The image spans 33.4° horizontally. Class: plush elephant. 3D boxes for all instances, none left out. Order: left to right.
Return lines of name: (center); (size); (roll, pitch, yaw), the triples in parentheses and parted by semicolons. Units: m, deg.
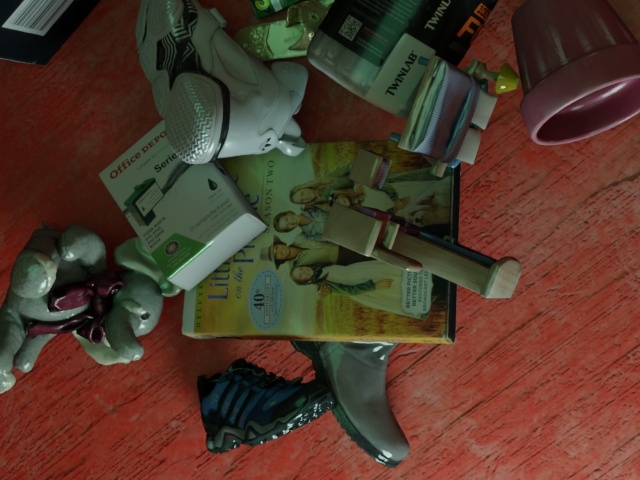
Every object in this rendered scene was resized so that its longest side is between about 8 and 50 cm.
plush elephant: (-0.364, 0.102, 1.695); (0.255, 0.330, 0.272); (23, 115, -12)

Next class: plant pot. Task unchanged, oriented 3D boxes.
plant pot: (0.362, -0.259, 1.514); (0.201, 0.201, 0.180); (-23, 74, 14)

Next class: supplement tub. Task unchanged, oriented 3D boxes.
supplement tub: (0.145, -0.358, 1.541); (0.207, 0.207, 0.338); (33, 102, 9)

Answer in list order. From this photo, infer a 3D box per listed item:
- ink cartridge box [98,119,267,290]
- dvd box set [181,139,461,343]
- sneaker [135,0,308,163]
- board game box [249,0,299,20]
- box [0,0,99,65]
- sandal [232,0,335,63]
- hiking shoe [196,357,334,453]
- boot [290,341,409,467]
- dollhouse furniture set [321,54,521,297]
ink cartridge box: (-0.212, -0.061, 1.625); (0.160, 0.092, 0.219); (-40, 68, 5)
dvd box set: (0.000, 0.000, 1.622); (0.420, 0.062, 0.308); (0, 77, 19)
sneaker: (-0.151, -0.265, 1.636); (0.137, 0.210, 0.366); (-52, 47, 43)
board game box: (-0.090, -0.487, 1.646); (0.136, 0.030, 0.260); (-21, 104, 12)
box: (-0.567, -0.488, 1.656); (0.395, 0.293, 0.212); (46, 103, 6)
sandal: (-0.030, -0.327, 1.651); (0.240, 0.079, 0.088); (-14, 92, 14)
hiking shoe: (-0.103, 0.244, 1.649); (0.304, 0.113, 0.132); (-26, 84, 46)
boot: (0.095, 0.164, 1.647); (0.222, 0.118, 0.338); (-34, 87, 11)
dollhouse furniture set: (0.189, -0.102, 1.396); (0.198, 0.286, 0.303); (23, 96, 22)
